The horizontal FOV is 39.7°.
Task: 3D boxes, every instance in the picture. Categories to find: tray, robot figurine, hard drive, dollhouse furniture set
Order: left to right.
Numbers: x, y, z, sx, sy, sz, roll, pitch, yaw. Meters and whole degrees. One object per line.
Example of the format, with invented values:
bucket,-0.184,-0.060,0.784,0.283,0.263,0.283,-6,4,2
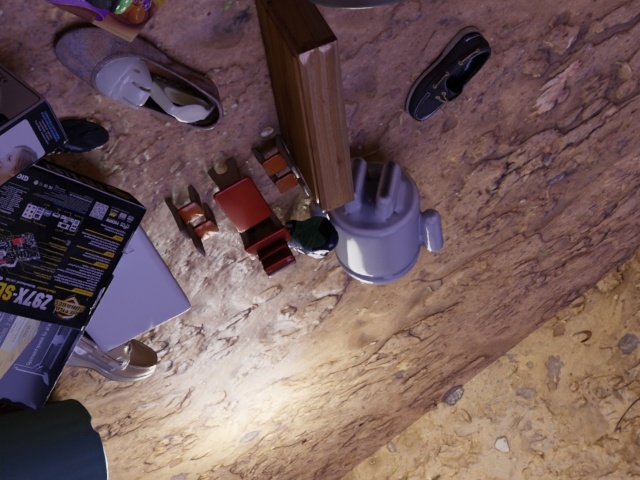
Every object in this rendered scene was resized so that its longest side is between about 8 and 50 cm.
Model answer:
hard drive,-0.419,0.078,1.786,0.210,0.040,0.319,-27,135,-3
dollhouse furniture set,-0.138,-0.047,1.800,0.262,0.135,0.259,-30,148,1
tray,-0.026,-0.249,1.540,0.076,0.203,0.411,-23,147,-8
robot figurine,0.123,-0.034,1.958,0.299,0.200,0.353,11,149,13

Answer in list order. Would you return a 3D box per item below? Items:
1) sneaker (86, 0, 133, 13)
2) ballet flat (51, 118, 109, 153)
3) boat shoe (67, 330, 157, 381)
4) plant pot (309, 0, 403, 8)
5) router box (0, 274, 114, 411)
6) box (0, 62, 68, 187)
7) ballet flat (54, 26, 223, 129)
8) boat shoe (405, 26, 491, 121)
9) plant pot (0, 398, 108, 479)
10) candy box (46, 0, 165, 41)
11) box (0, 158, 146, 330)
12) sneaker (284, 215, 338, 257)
sneaker,-0.348,-0.474,1.033,0.202,0.185,0.483,-20,138,0
ballet flat,-0.443,-0.171,1.489,0.173,0.058,0.049,-9,-179,-25
boat shoe,-0.467,0.236,1.975,0.098,0.109,0.302,-41,141,20
plant pot,0.068,-0.519,1.187,0.323,0.323,0.280,-28,131,-2
router box,-0.563,0.144,1.630,0.242,0.081,0.309,26,97,-40
box,-0.534,-0.127,1.269,0.290,0.169,0.087,-39,144,-20
ballet flat,-0.275,-0.253,1.433,0.316,0.106,0.107,12,130,-46
boat shoe,0.255,-0.320,1.783,0.081,0.069,0.228,4,136,-40
plant pot,-0.693,0.532,2.036,0.334,0.341,0.341,-13,145,-37
candy box,-0.321,-0.374,1.281,0.109,0.053,0.186,-43,147,21
box,-0.481,-0.004,1.479,0.322,0.079,0.257,23,101,-48
sneaker,0.000,0.000,1.914,0.098,0.223,0.083,29,82,-27
